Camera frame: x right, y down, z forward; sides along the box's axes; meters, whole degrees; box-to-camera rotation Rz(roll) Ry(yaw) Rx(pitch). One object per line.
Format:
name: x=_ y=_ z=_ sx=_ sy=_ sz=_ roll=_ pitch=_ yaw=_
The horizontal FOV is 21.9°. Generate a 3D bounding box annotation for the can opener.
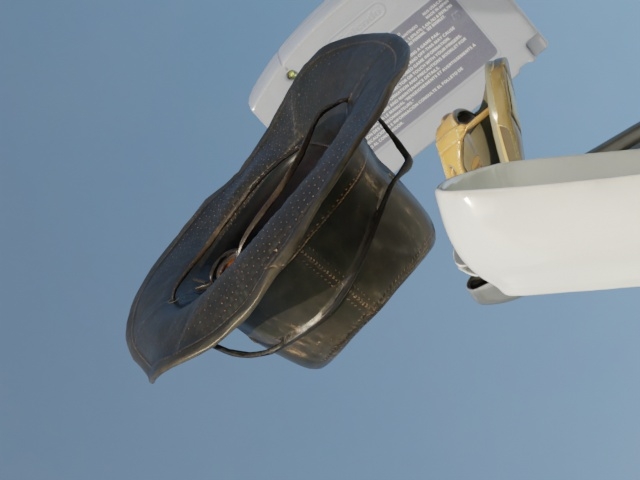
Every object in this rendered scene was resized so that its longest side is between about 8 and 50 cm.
can opener: x=0.280 y=-0.028 z=1.858 sx=0.283 sy=0.076 sz=0.095 roll=-30 pitch=-60 yaw=0

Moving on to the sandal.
sandal: x=0.092 y=-0.054 z=0.992 sx=0.049 sy=0.180 sz=0.072 roll=-9 pitch=-101 yaw=-4

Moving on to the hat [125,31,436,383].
hat: x=0.000 y=0.000 z=1.182 sx=0.134 sy=0.331 sz=0.331 roll=36 pitch=-124 yaw=-14

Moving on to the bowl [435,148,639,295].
bowl: x=0.130 y=-0.010 z=0.733 sx=0.142 sy=0.142 sz=0.053 roll=-22 pitch=-75 yaw=-72

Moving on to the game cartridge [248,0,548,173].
game cartridge: x=0.076 y=-0.193 z=1.798 sx=0.196 sy=0.294 sz=0.060 roll=46 pitch=-167 yaw=-27
